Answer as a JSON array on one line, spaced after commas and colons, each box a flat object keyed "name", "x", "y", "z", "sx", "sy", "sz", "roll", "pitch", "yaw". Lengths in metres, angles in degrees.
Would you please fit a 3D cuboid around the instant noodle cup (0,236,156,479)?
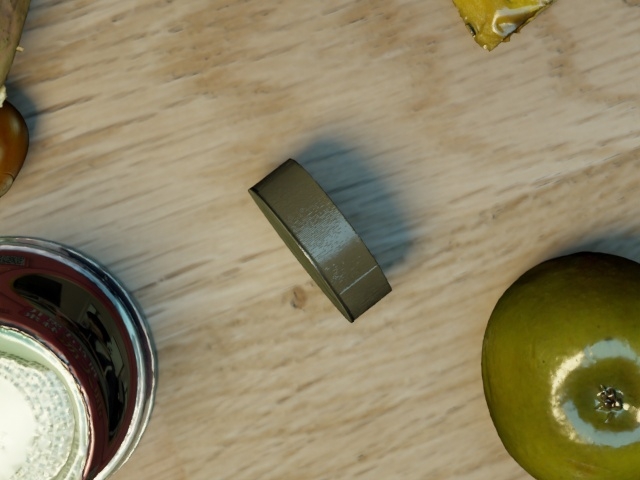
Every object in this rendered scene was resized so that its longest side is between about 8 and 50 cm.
[{"name": "instant noodle cup", "x": -0.243, "y": 0.120, "z": 1.375, "sx": 0.244, "sy": 0.255, "sz": 0.244, "roll": 0, "pitch": 94, "yaw": -4}]

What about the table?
[{"name": "table", "x": 0.000, "y": 0.000, "z": 1.449, "sx": 0.043, "sy": 0.133, "sz": 0.133, "roll": -38, "pitch": 98, "yaw": -4}]

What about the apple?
[{"name": "apple", "x": 0.222, "y": 0.107, "z": 1.472, "sx": 0.196, "sy": 0.157, "sz": 0.196, "roll": 0, "pitch": 99, "yaw": 2}]

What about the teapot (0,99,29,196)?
[{"name": "teapot", "x": -0.279, "y": -0.055, "z": 1.450, "sx": 0.129, "sy": 0.078, "sz": 0.098, "roll": -41, "pitch": 57, "yaw": 8}]

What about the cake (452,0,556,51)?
[{"name": "cake", "x": 0.174, "y": -0.243, "z": 1.489, "sx": 0.185, "sy": 0.080, "sz": 0.116, "roll": -44, "pitch": 85, "yaw": 9}]

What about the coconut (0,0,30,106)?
[{"name": "coconut", "x": -0.400, "y": -0.190, "z": 1.310, "sx": 0.353, "sy": 0.352, "sz": 0.352, "roll": -1, "pitch": 95, "yaw": -6}]
